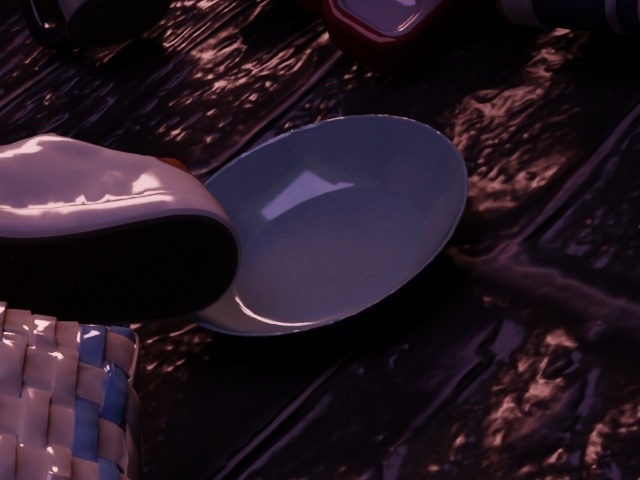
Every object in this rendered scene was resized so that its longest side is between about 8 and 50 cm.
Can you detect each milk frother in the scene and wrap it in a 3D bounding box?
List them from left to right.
[{"bbox_3d":[-0.155,-0.215,1.450,0.143,0.129,0.135,-11,67,-31],"label":"milk frother"}]

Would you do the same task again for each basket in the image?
[{"bbox_3d":[-0.232,0.139,0.938,0.289,0.201,0.255,9,37,-9],"label":"basket"}]

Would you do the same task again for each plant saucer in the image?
[{"bbox_3d":[0.000,0.000,1.143,0.195,0.037,0.195,-15,37,12],"label":"plant saucer"}]

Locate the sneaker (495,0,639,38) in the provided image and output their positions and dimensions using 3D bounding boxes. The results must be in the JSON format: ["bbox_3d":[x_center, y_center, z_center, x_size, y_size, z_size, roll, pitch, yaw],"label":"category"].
[{"bbox_3d":[0.248,-0.220,1.228,0.153,0.099,0.282,17,52,37],"label":"sneaker"}]

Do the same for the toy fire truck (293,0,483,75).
[{"bbox_3d":[0.061,-0.269,1.363,0.254,0.169,0.302,37,66,23],"label":"toy fire truck"}]

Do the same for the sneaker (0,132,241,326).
[{"bbox_3d":[-0.200,-0.001,1.092,0.290,0.106,0.123,-2,31,-19],"label":"sneaker"}]
